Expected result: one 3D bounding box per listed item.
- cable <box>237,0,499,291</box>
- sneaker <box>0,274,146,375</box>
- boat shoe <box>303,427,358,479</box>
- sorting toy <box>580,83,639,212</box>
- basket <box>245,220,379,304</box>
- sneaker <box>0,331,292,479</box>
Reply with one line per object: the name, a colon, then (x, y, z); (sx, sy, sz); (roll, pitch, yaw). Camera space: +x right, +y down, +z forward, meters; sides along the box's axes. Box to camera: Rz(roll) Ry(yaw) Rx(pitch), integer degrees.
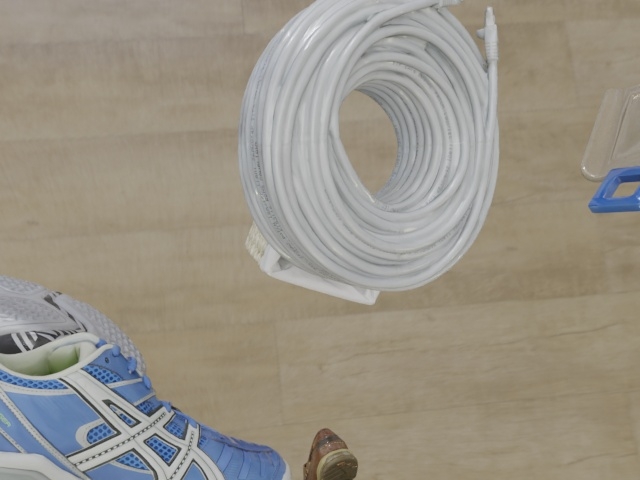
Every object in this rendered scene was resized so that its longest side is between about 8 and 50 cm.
cable: (0.045, -0.086, 0.811); (0.257, 0.089, 0.257); (-9, 98, -36)
sneaker: (-0.341, 0.127, 0.818); (0.366, 0.137, 0.210); (17, 97, 3)
boat shoe: (0.008, 0.310, 1.241); (0.064, 0.178, 0.060); (-12, 48, -20)
sorting toy: (0.402, -0.136, 1.058); (0.047, 0.196, 0.347); (54, 44, -25)
basket: (0.000, 0.000, 1.219); (0.167, 0.103, 0.113); (19, 96, -28)
sneaker: (-0.095, 0.091, 0.447); (0.211, 0.080, 0.081); (20, 84, -38)
